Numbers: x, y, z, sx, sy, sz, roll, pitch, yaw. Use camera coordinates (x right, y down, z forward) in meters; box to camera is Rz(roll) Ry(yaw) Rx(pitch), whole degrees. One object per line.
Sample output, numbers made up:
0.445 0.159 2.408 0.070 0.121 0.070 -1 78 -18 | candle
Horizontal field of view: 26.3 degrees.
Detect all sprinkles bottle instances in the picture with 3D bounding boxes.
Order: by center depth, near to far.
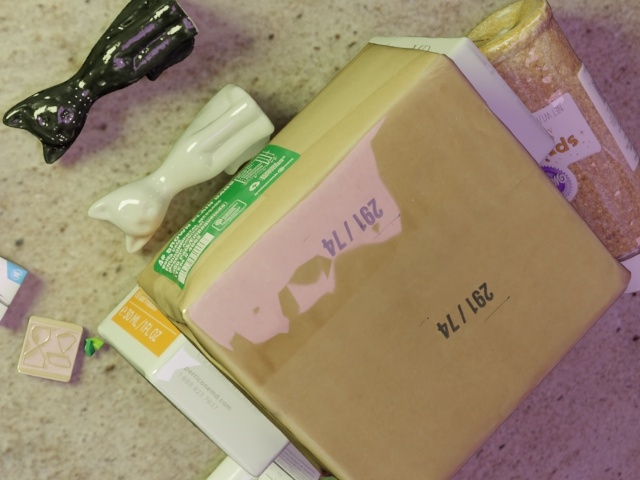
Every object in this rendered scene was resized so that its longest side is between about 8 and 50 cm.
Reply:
0.294 -0.106 1.580 0.121 0.121 0.355 -40 111 -12 | sprinkles bottle

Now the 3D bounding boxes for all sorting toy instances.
-0.271 0.116 1.437 0.083 0.012 0.062 14 88 -21 | sorting toy

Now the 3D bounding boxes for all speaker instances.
-0.078 0.251 1.517 0.136 0.055 0.055 -48 113 -9 | speaker

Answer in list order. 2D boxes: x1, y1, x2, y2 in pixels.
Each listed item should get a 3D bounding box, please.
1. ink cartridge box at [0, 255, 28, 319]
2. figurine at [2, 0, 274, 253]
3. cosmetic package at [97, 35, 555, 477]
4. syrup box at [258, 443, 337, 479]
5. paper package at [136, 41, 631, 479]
-0.339 0.055 1.389 0.048 0.028 0.083 30 87 -24 | ink cartridge box
-0.182 -0.116 1.406 0.209 0.092 0.215 -40 112 -4 | figurine
0.000 0.000 1.415 0.453 0.230 0.161 -47 112 -10 | cosmetic package
-0.011 0.286 1.489 0.093 0.096 0.237 8 109 -48 | syrup box
0.058 0.034 1.230 0.325 0.168 0.309 -46 110 -9 | paper package
